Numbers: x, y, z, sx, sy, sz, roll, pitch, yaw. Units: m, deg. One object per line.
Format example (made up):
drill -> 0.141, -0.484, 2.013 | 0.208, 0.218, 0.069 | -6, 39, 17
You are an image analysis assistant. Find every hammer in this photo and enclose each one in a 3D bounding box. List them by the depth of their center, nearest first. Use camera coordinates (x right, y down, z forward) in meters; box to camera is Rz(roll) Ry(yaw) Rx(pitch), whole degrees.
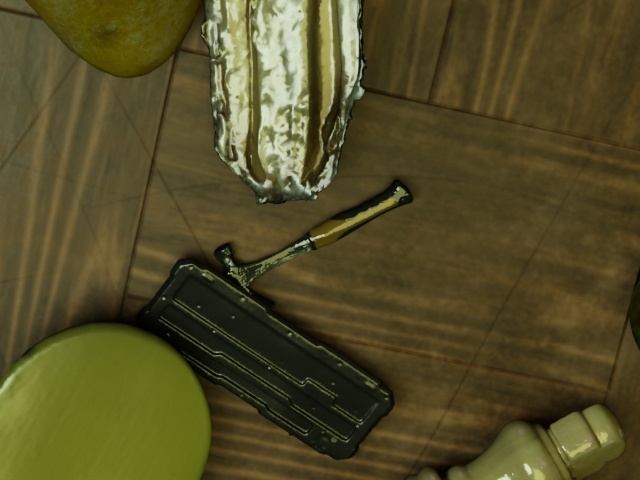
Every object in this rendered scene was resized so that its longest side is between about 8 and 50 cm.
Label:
hammer -> 0.000, 0.000, 1.775 | 0.201, 0.021, 0.078 | -27, 104, 3

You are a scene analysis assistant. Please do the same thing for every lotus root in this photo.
lotus root -> -0.025, -0.197, 1.706 | 0.167, 0.078, 0.329 | 6, 105, 17

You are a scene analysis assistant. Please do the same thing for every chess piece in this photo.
chess piece -> 0.122, 0.273, 1.806 | 0.397, 0.117, 0.117 | -29, 103, 0

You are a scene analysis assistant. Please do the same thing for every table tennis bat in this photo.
table tennis bat -> -0.246, 0.251, 1.727 | 0.224, 0.054, 0.369 | 29, 88, -21

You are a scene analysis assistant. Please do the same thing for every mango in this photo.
mango -> -0.216, -0.315, 1.604 | 0.221, 0.199, 0.384 | -20, 116, -6

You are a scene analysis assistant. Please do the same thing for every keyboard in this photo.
keyboard -> -0.054, 0.120, 1.793 | 0.262, 0.016, 0.106 | 34, 108, -11

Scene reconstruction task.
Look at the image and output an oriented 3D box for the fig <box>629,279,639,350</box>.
fig -> 0.421, 0.081, 1.759 | 0.233, 0.167, 0.167 | 26, 100, -3
